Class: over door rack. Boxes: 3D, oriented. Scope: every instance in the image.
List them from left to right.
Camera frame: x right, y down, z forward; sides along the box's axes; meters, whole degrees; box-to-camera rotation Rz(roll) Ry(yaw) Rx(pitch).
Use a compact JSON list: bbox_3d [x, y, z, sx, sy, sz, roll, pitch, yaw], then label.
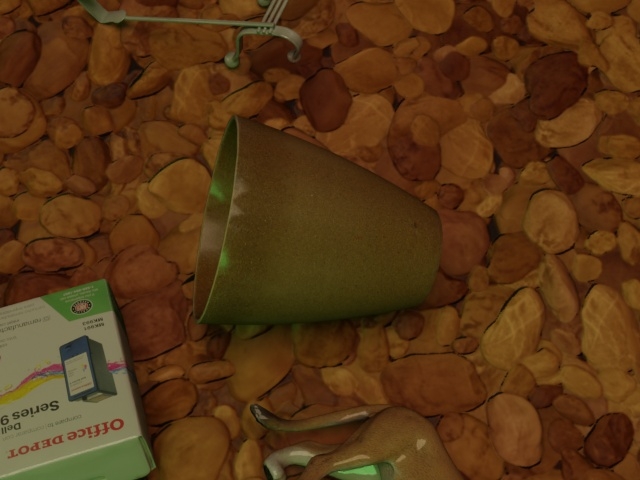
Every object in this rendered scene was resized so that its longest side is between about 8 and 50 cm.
[{"bbox_3d":[-0.126,-0.365,1.318,0.324,0.108,0.239,15,67,20],"label":"over door rack"}]

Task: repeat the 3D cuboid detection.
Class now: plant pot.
[{"bbox_3d":[0.000,0.000,1.114,0.254,0.237,0.237,11,67,-13],"label":"plant pot"}]

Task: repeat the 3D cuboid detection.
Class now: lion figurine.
[{"bbox_3d":[0.114,0.286,1.029,0.240,0.142,0.392,-26,66,-20],"label":"lion figurine"}]

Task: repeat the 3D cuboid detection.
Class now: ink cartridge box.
[{"bbox_3d":[-0.280,0.165,1.063,0.154,0.093,0.212,-15,55,-8],"label":"ink cartridge box"}]

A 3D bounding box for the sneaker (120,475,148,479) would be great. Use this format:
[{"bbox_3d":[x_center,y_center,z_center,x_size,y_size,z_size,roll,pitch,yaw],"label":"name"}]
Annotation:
[{"bbox_3d":[-0.263,0.321,1.049,0.071,0.066,0.188,22,62,25],"label":"sneaker"}]
